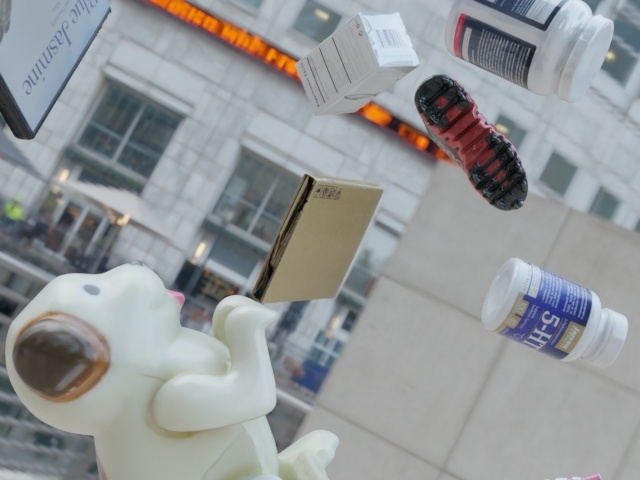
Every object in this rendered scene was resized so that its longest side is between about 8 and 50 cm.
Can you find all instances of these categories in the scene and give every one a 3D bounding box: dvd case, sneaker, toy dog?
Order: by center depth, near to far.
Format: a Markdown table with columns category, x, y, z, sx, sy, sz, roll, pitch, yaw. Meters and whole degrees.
| category | x | y | z | sx | sy | sz | roll | pitch | yaw |
| --- | --- | --- | --- | --- | --- | --- | --- | --- | --- |
| dvd case | -0.263 | -0.235 | 0.964 | 0.022 | 0.180 | 0.253 | 9 | -34 | 18 |
| toy dog | -0.196 | 0.210 | 1.330 | 0.408 | 0.395 | 0.284 | 54 | 4 | -12 |
| sneaker | 0.267 | -0.170 | 1.966 | 0.276 | 0.097 | 0.135 | 52 | 4 | 0 |

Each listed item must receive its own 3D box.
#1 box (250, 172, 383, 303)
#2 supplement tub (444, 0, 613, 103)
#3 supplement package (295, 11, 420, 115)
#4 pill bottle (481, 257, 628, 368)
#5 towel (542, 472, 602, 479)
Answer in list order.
| category | x | y | z | sx | sy | sz | roll | pitch | yaw |
| --- | --- | --- | --- | --- | --- | --- | --- | --- | --- |
| box | 0.000 | 0.000 | 1.382 | 0.021 | 0.164 | 0.201 | 29 | 12 | 23 |
| supplement tub | 0.389 | -0.389 | 2.106 | 0.272 | 0.191 | 0.191 | 30 | -6 | 21 |
| supplement package | 0.061 | -0.300 | 1.907 | 0.105 | 0.105 | 0.179 | -13 | -13 | -42 |
| pill bottle | 0.336 | 0.109 | 1.598 | 0.187 | 0.112 | 0.112 | 23 | -7 | -6 |
| towel | 0.184 | 0.277 | 1.077 | 0.197 | 0.029 | 0.144 | -11 | -40 | 11 |
